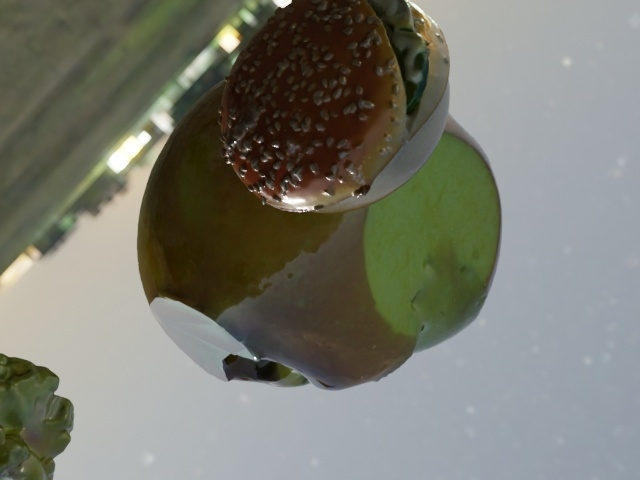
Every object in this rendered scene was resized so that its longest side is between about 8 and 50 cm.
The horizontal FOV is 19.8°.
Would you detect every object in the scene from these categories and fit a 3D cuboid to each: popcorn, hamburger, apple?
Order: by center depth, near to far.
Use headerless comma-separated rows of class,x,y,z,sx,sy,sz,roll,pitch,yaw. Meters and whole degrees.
popcorn,-0.279,0.156,1.530,0.126,0.145,0.126,-10,-116,29
hamburger,0.010,-0.127,1.654,0.237,0.147,0.237,-16,-125,23
apple,0.000,0.000,1.926,0.374,0.384,0.374,-53,-171,12
